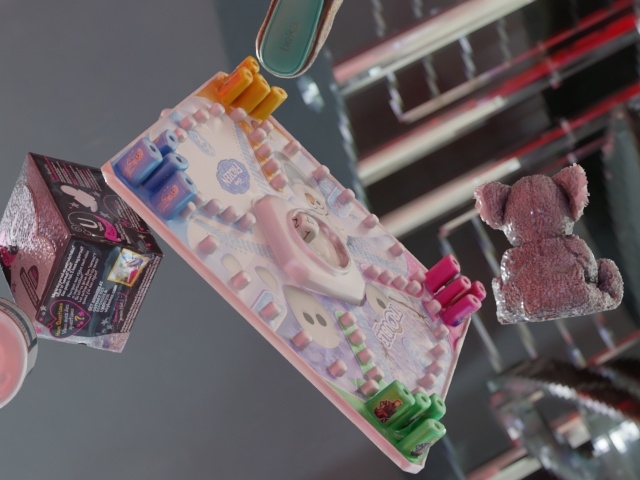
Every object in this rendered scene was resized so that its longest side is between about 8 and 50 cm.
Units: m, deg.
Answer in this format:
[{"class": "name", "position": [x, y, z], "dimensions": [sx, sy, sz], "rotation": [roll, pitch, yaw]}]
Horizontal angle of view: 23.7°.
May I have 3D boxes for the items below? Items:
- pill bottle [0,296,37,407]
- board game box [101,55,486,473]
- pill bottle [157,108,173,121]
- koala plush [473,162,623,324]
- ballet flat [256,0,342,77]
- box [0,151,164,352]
[{"class": "pill bottle", "position": [-0.335, 0.109, 1.502], "dimensions": [0.108, 0.108, 0.180], "rotation": [63, 176, -4]}, {"class": "board game box", "position": [0.000, 0.000, 1.501], "dimensions": [0.390, 0.050, 0.390], "rotation": [44, -158, -5]}, {"class": "pill bottle", "position": [-0.207, -0.116, 2.082], "dimensions": [0.065, 0.065, 0.116], "rotation": [45, 115, 56]}, {"class": "koala plush", "position": [0.327, 0.004, 2.229], "dimensions": [0.203, 0.196, 0.221], "rotation": [-2, -96, -73]}, {"class": "ballet flat", "position": [0.004, -0.354, 1.913], "dimensions": [0.107, 0.316, 0.106], "rotation": [31, -152, 2]}, {"class": "box", "position": [-0.334, 0.014, 2.045], "dimensions": [0.163, 0.142, 0.247], "rotation": [-64, 32, 19]}]
